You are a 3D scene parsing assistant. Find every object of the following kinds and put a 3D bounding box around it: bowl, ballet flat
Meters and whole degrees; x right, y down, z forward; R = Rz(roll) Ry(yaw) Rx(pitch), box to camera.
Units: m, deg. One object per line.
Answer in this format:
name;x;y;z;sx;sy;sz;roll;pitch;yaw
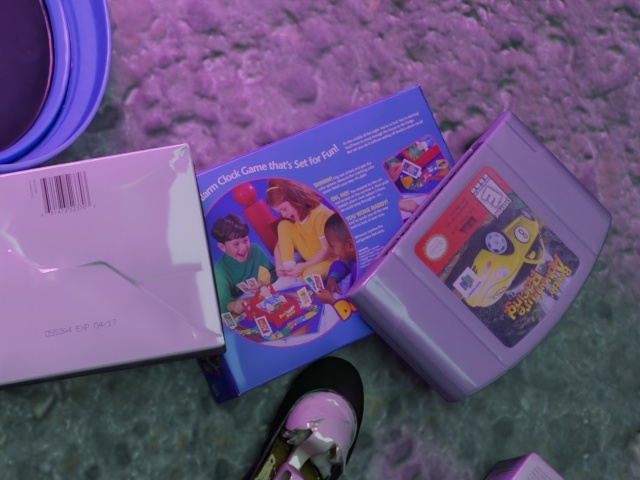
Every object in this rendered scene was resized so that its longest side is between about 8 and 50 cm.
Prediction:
bowl;-0.387;-0.240;1.825;0.391;0.077;0.391;21;57;-37
ballet flat;-0.021;0.241;1.922;0.095;0.096;0.280;34;68;-11

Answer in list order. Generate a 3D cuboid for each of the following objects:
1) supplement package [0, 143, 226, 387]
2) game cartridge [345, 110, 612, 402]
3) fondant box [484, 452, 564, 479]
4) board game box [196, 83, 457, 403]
supplement package;-0.238;0.031;1.811;0.261;0.145;0.204;-10;84;-3
game cartridge;0.184;0.023;1.991;0.196;0.060;0.294;46;67;-11
fondant box;0.203;0.430;1.970;0.238;0.096;0.330;44;66;-8
board game box;0.000;0.000;1.993;0.347;0.078;0.233;-23;88;-24
